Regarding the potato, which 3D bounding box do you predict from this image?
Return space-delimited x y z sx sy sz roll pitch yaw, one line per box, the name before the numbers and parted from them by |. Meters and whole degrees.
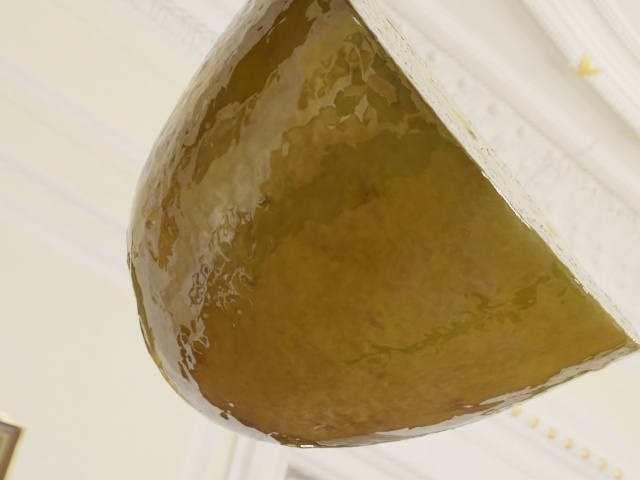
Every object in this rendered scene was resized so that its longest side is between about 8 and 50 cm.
potato | 0.000 0.000 0.466 0.158 0.203 0.178 -35 -3 11
